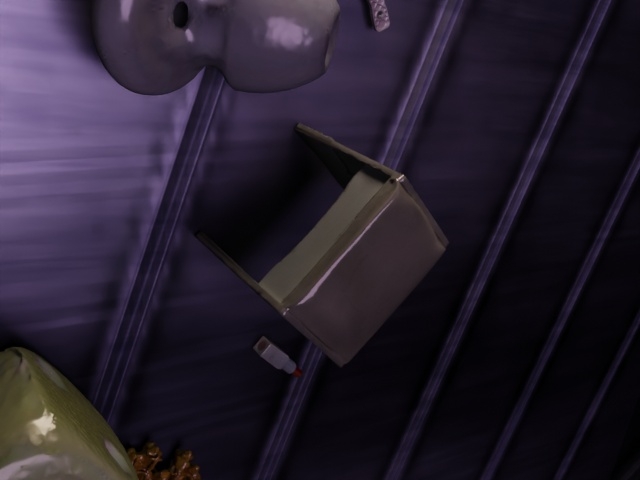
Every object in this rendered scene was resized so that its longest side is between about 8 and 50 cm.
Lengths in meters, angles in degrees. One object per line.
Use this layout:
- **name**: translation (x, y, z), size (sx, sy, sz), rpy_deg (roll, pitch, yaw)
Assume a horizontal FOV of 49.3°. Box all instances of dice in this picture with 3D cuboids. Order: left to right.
- **dice**: translation (-0.406, 0.311, 0.905), size (0.252, 0.249, 0.254), rpy_deg (-39, 130, -15)

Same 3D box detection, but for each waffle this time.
- **waffle**: translation (-0.310, 0.444, 1.179), size (0.228, 0.051, 0.232), rpy_deg (-23, 126, -26)

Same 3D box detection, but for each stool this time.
- **stool**: translation (0.000, 0.000, 1.034), size (0.244, 0.269, 0.170), rpy_deg (-48, 133, -6)

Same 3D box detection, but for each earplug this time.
- **earplug**: translation (-0.124, -0.274, 0.862), size (0.325, 0.175, 0.214), rpy_deg (-5, 122, -34)

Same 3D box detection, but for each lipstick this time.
- **lipstick**: translation (-0.068, 0.217, 1.254), size (0.030, 0.030, 0.129), rpy_deg (-50, 132, -5)

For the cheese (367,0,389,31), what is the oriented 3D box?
- **cheese**: translation (0.071, -0.403, 1.032), size (0.097, 0.037, 0.192), rpy_deg (-32, 127, -18)
